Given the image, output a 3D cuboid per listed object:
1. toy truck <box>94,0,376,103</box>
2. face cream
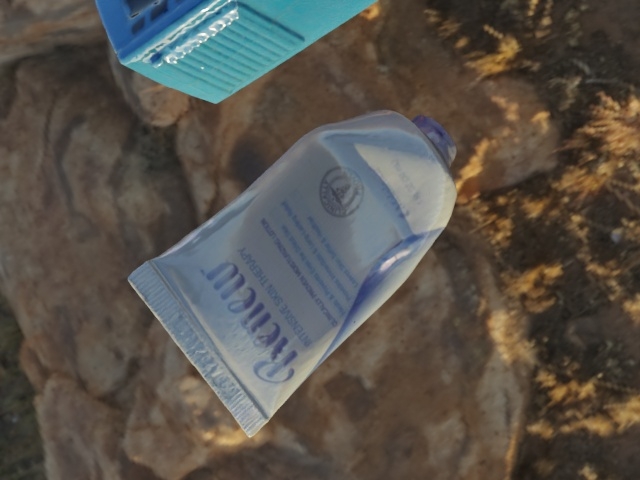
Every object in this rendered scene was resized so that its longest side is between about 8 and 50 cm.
[{"bbox_3d":[-0.002,-0.266,0.860,0.384,0.161,0.162,-29,66,26],"label":"toy truck"},{"bbox_3d":[0.000,0.000,1.286,0.235,0.420,0.137,56,157,-20],"label":"face cream"}]
